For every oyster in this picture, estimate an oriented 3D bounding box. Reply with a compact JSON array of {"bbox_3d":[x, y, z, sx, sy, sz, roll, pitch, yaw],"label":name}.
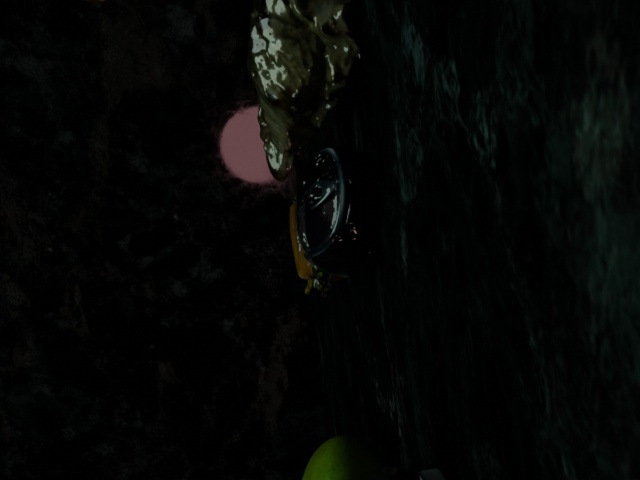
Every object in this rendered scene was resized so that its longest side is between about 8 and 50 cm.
[{"bbox_3d":[-0.027,-0.225,0.960,0.337,0.133,0.198,96,174,-56],"label":"oyster"}]

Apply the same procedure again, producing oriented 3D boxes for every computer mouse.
[{"bbox_3d":[0.014,-0.034,0.969,0.233,0.096,0.137,89,172,-69],"label":"computer mouse"}]

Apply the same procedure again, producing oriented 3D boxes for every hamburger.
[{"bbox_3d":[-0.001,-0.004,1.259,0.164,0.093,0.190,101,159,-72],"label":"hamburger"}]

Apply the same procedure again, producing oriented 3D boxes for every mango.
[{"bbox_3d":[0.040,0.386,1.088,0.185,0.149,0.273,-91,2,-53],"label":"mango"}]

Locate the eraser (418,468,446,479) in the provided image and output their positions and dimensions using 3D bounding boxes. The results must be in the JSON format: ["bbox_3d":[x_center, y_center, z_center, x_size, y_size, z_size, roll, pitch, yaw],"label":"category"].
[{"bbox_3d":[0.119,0.299,0.676,0.104,0.023,0.150,-153,55,-86],"label":"eraser"}]

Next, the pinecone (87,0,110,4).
[{"bbox_3d":[-0.118,-0.314,0.305,0.398,0.397,0.398,172,90,-86],"label":"pinecone"}]

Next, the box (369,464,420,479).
[{"bbox_3d":[-0.017,0.435,0.776,0.359,0.091,0.350,-63,4,-38],"label":"box"}]
